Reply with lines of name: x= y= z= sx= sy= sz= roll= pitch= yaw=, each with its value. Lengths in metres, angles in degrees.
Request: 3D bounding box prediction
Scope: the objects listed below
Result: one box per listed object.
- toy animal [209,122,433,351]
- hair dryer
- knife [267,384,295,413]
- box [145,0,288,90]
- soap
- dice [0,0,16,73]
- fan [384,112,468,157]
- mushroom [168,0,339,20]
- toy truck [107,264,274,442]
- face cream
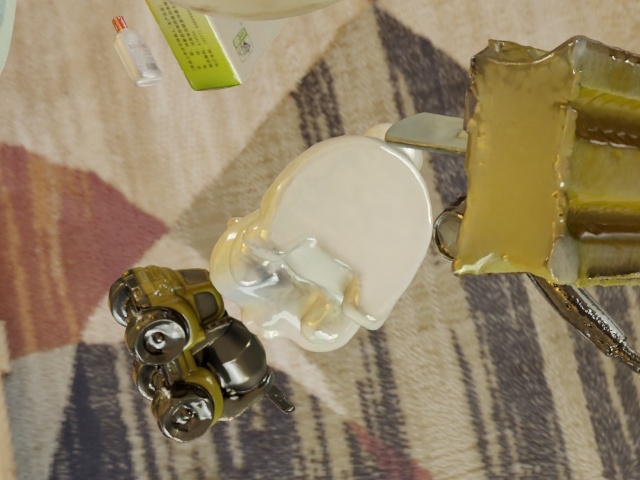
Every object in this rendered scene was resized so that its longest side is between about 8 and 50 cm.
toy animal: x=-0.004 y=0.006 z=1.447 sx=0.196 sy=0.367 sz=0.241 roll=38 pitch=61 yaw=-5
hair dryer: x=0.211 y=0.032 z=0.980 sx=0.219 sy=0.195 sz=0.075 roll=52 pitch=135 yaw=25
knife: x=-0.067 y=0.217 z=1.757 sx=0.023 sy=0.170 sz=0.010 roll=-11 pitch=104 yaw=-17
box: x=-0.110 y=-0.292 z=1.116 sx=0.062 sy=0.260 sz=0.175 roll=-3 pitch=40 yaw=31
soap: x=0.171 y=-0.042 z=0.739 sx=0.076 sy=0.233 sz=0.135 roll=8 pitch=95 yaw=38
dice: x=-0.647 y=-0.397 z=2.003 sx=0.265 sy=0.268 sz=0.262 roll=9 pitch=119 yaw=-5
fan: x=0.169 y=-0.073 z=0.958 sx=0.282 sy=0.057 sz=0.023 roll=13 pitch=123 yaw=40
mushroom: x=-0.034 y=-0.212 z=0.548 sx=0.207 sy=0.207 sz=0.215 roll=-39 pitch=69 yaw=4
toy truck: x=-0.156 y=0.125 z=1.516 sx=0.165 sy=0.147 sz=0.224 roll=-22 pitch=118 yaw=-13
face cream: x=-0.202 y=-0.205 z=1.329 sx=0.021 sy=0.040 sz=0.083 roll=-37 pitch=75 yaw=40
